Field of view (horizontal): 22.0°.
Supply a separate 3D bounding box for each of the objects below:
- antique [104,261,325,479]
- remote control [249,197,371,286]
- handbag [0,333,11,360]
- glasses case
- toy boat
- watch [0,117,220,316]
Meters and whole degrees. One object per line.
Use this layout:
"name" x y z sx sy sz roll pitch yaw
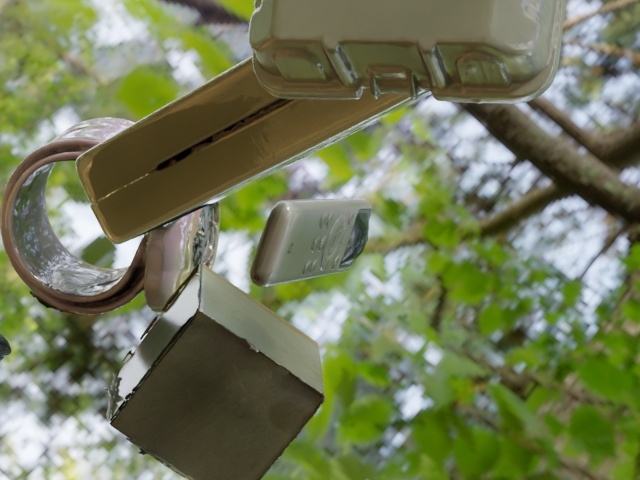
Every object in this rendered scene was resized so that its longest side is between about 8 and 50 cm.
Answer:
"antique" -0.097 0.127 1.520 0.152 0.148 0.147 36 -74 -14
"remote control" 0.000 0.000 1.317 0.029 0.261 0.067 22 -83 13
"handbag" -0.335 0.069 1.041 0.211 0.254 0.088 48 -44 -11
"glasses case" -0.019 -0.090 1.088 0.313 0.131 0.070 -25 -88 39
"toy boat" 0.056 -0.175 0.725 0.141 0.269 0.141 10 -30 6
"watch" -0.218 -0.042 1.724 0.217 0.211 0.248 11 -70 9
